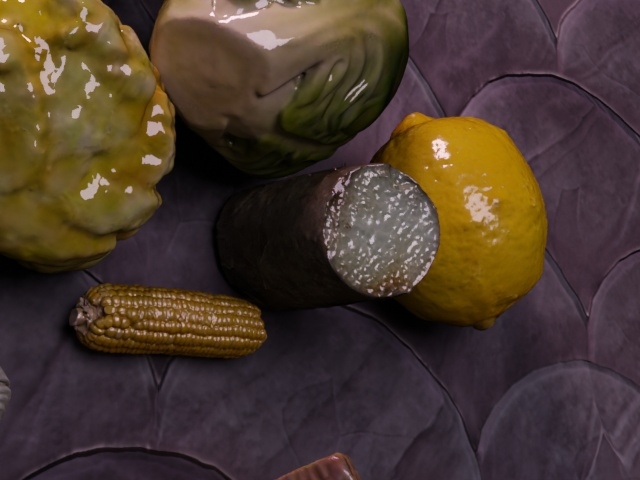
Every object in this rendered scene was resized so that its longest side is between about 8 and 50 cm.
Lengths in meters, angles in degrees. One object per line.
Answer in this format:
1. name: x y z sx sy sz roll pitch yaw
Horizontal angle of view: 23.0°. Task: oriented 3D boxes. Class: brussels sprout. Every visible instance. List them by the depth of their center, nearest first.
1. brussels sprout: -0.057 -0.225 1.809 0.281 0.289 0.355 53 28 2

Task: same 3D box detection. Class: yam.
1. yam: 0.000 0.000 1.798 0.161 0.268 0.161 5 82 -35

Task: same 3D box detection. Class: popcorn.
1. popcorn: -0.312 -0.112 1.608 0.334 0.293 0.292 10 59 -11

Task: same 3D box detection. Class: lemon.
1. lemon: 0.163 -0.028 1.938 0.234 0.233 0.288 -7 70 -38

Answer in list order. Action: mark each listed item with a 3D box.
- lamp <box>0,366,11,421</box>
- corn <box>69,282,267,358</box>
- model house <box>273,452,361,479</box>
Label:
1. lamp: -0.381 0.116 1.563 0.106 0.106 0.193 -19 73 -40
2. corn: -0.166 0.090 1.741 0.238 0.080 0.080 4 66 -34
3. model house: -0.057 0.368 1.566 0.321 0.266 0.261 -15 73 -39
